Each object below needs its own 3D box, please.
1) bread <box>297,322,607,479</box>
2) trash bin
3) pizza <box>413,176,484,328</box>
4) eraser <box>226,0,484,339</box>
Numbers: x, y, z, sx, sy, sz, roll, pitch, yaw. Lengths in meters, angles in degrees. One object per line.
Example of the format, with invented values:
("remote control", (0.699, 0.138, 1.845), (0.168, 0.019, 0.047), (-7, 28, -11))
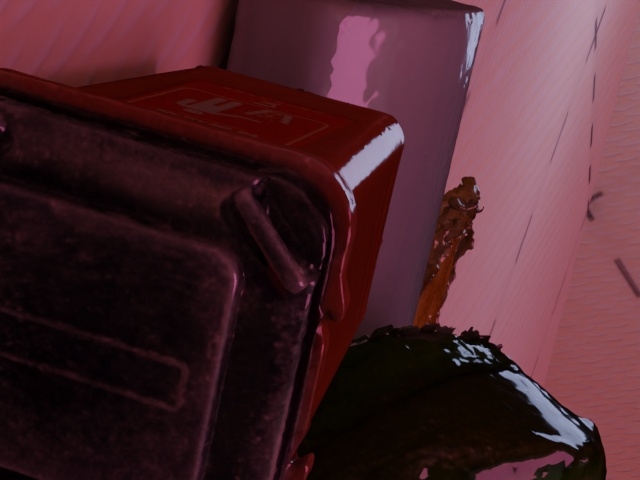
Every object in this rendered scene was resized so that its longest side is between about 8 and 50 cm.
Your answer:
("bread", (0.008, 0.216, 0.810), (0.366, 0.129, 0.382), (-47, 150, 6))
("trash bin", (-0.054, 0.022, 0.613), (0.238, 0.161, 0.185), (-41, 146, -70))
("pizza", (0.051, 0.064, 1.197), (0.280, 0.075, 0.288), (96, 21, -57))
("eraser", (0.000, 0.000, 0.863), (0.189, 0.104, 0.290), (-10, 116, -55))
